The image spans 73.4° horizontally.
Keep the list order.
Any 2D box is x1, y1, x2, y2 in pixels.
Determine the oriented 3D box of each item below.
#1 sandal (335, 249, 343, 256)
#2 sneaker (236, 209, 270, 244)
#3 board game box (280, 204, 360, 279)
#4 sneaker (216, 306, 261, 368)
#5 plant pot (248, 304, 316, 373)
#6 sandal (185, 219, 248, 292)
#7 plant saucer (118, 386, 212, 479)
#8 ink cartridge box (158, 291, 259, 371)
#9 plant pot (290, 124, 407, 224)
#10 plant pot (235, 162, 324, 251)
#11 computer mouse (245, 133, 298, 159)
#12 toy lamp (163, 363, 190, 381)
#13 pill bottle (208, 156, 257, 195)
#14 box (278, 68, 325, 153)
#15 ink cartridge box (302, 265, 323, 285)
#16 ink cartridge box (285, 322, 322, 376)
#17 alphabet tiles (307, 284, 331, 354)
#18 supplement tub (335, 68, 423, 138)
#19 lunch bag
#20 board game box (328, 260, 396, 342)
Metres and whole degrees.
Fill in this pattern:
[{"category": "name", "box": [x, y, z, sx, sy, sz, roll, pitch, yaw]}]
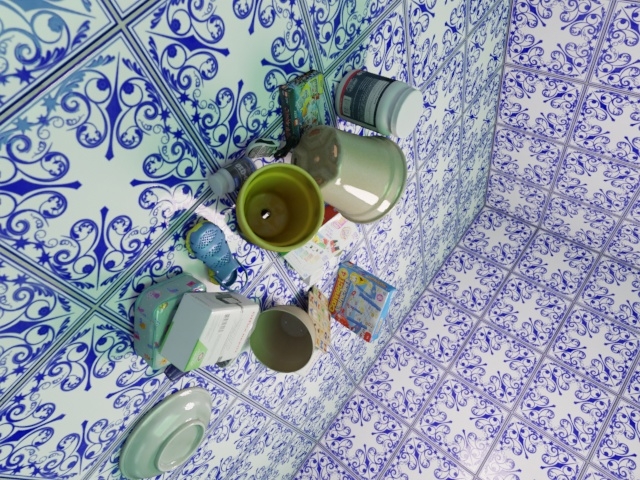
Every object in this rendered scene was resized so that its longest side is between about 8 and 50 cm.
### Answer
[{"category": "sandal", "box": [0.087, -0.030, 1.945, 0.120, 0.086, 0.303, -47, 148, -22]}, {"category": "sneaker", "box": [-0.183, -0.071, 1.501, 0.227, 0.087, 0.130, -46, 149, -18]}, {"category": "board game box", "box": [0.000, 0.000, 1.763, 0.316, 0.064, 0.242, -38, 147, -3]}, {"category": "sneaker", "box": [-0.309, 0.372, 1.670, 0.281, 0.105, 0.115, -59, 150, -3]}, {"category": "plant pot", "box": [-0.137, 0.387, 1.820, 0.191, 0.284, 0.284, -41, 151, -69]}, {"category": "sandal", "box": [-0.313, 0.060, 1.365, 0.126, 0.138, 0.317, -47, 146, -19]}, {"category": "plant saucer", "box": [-0.555, 0.757, 1.639, 0.400, 0.100, 0.401, -38, 144, -34]}, {"category": "ink cartridge box", "box": [-0.333, 0.270, 1.326, 0.198, 0.114, 0.273, -65, 159, 4]}, {"category": "plant pot", "box": [0.078, -0.241, 1.468, 0.305, 0.333, 0.334, 11, 107, -50]}, {"category": "plant pot", "box": [-0.144, -0.090, 1.318, 0.253, 0.239, 0.254, 1, 87, -20]}, {"category": "computer mouse", "box": [-0.165, -0.297, 1.357, 0.193, 0.042, 0.106, -12, 156, -50]}, {"category": "toy lamp", "box": [-0.430, 0.386, 1.527, 0.274, 0.080, 0.080, -43, 146, -29]}, {"category": "pill bottle", "box": [-0.260, -0.190, 1.281, 0.137, 0.078, 0.078, -37, 143, -36]}, {"category": "box", "box": [-0.055, -0.423, 1.426, 0.159, 0.044, 0.233, -40, 145, -30]}, {"category": "ink cartridge box", "box": [-0.033, 0.133, 1.939, 0.088, 0.052, 0.123, -28, 136, -43]}, {"category": "ink cartridge box", "box": [-0.109, 0.513, 2.076, 0.226, 0.131, 0.306, -54, 151, -12]}, {"category": "alphabet tiles", "box": [-0.001, 0.383, 2.078, 0.342, 0.011, 0.285, 56, 31, -57]}, {"category": "supplement tub", "box": [0.206, -0.489, 1.538, 0.191, 0.272, 0.191, -38, 144, -35]}, {"category": "lunch bag", "box": [-0.457, 0.247, 1.332, 0.224, 0.107, 0.279, -30, 142, -50]}, {"category": "board game box", "box": [0.197, 0.310, 2.193, 0.086, 0.302, 0.308, -12, 125, -52]}]
